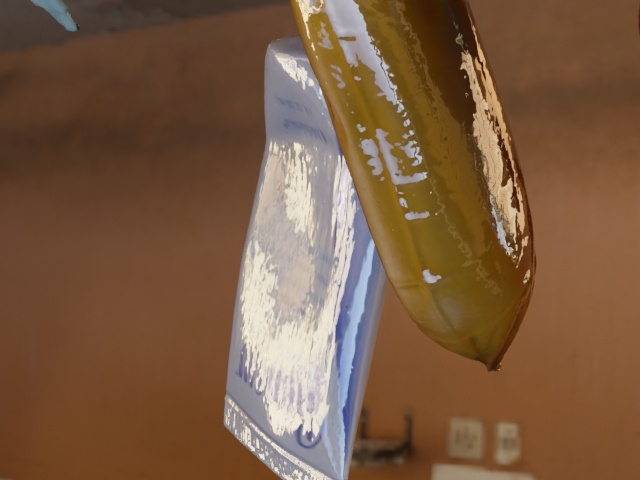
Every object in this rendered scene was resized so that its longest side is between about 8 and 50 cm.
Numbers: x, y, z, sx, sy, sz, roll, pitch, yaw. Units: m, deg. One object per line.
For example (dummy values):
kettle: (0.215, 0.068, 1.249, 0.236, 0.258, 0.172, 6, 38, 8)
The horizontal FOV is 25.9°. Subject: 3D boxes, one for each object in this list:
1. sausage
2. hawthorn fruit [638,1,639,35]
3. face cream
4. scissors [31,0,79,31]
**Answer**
sausage: (0.071, -0.044, 0.862, 0.112, 0.328, 0.112, -18, -157, 8)
hawthorn fruit: (0.296, -0.103, 0.691, 0.207, 0.207, 0.243, 3, -154, -46)
face cream: (0.000, 0.000, 1.187, 0.137, 0.420, 0.235, 3, -168, -31)
scissors: (-0.175, -0.162, 0.547, 0.144, 0.017, 0.247, -12, 141, 6)
